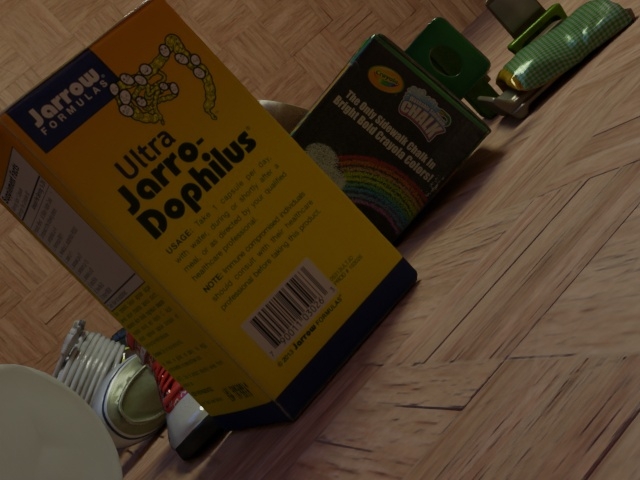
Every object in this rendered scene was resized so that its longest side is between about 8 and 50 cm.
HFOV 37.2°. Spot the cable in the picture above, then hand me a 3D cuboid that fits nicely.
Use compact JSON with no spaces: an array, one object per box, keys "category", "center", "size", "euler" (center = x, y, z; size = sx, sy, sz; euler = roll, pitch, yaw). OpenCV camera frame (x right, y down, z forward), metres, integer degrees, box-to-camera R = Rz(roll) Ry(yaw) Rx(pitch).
[{"category":"cable","center":[-0.387,0.272,1.518],"size":[0.257,0.089,0.257],"euler":[122,164,-68]}]

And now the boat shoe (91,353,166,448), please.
[{"category":"boat shoe","center":[-0.220,0.187,1.386],"size":[0.094,0.109,0.302],"euler":[-37,6,35]}]

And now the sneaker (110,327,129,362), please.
[{"category":"sneaker","center":[-0.374,0.280,1.780],"size":[0.385,0.145,0.147],"euler":[-40,38,-23]}]

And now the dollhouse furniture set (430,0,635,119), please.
[{"category":"dollhouse furniture set","center":[0.260,-0.281,1.277],"size":[0.197,0.151,0.301],"euler":[-42,6,7]}]

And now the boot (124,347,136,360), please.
[{"category":"boot","center":[-0.251,0.208,1.630],"size":[0.115,0.112,0.305],"euler":[-13,0,-3]}]

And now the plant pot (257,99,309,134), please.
[{"category":"plant pot","center":[-0.062,-0.033,1.353],"size":[0.237,0.237,0.254],"euler":[-28,42,68]}]

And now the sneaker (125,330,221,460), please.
[{"category":"sneaker","center":[-0.170,0.152,1.098],"size":[0.090,0.145,0.270],"euler":[-43,6,3]}]

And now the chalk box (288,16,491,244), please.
[{"category":"chalk box","center":[0.079,-0.134,1.164],"size":[0.289,0.180,0.179],"euler":[-49,6,6]}]

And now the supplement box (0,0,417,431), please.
[{"category":"supplement box","center":[-0.120,-0.013,0.910],"size":[0.195,0.356,0.194],"euler":[-46,7,-26]}]

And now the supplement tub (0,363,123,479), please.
[{"category":"supplement tub","center":[-0.395,0.309,1.010],"size":[0.331,0.241,0.241],"euler":[-41,6,19]}]
